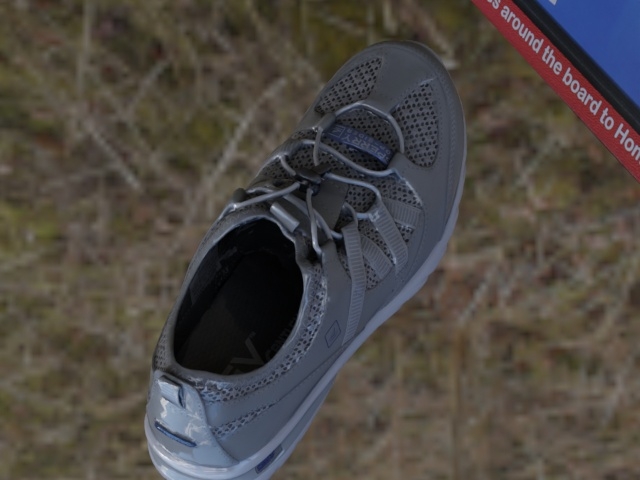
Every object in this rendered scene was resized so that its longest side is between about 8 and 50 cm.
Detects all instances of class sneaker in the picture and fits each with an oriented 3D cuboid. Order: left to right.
[{"bbox_3d":[0.000,0.000,1.030,0.105,0.281,0.115,21,155,14],"label":"sneaker"}]

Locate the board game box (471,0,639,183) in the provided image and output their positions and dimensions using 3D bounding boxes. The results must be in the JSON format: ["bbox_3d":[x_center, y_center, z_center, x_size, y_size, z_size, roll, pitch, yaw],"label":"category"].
[{"bbox_3d":[0.074,-0.112,0.444,0.027,0.281,0.145,3,126,-38],"label":"board game box"}]
